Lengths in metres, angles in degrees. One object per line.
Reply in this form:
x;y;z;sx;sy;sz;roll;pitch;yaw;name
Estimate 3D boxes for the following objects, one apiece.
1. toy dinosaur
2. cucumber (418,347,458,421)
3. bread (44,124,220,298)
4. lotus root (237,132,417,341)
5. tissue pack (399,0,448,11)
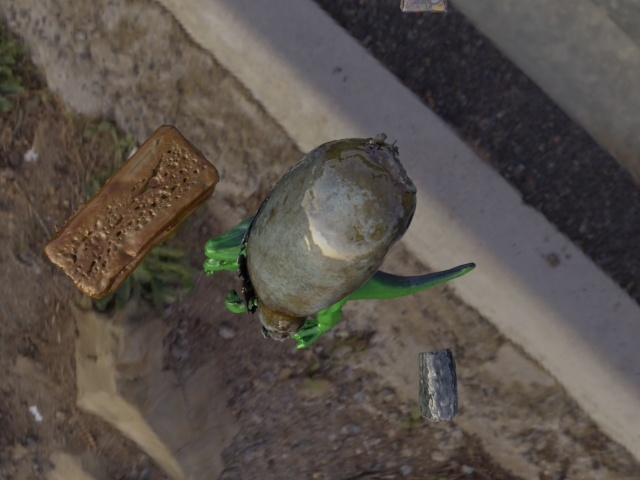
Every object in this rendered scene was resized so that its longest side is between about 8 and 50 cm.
0.048;0.015;1.691;0.500;0.374;0.144;-17;63;-14;toy dinosaur
0.181;0.221;1.613;0.064;0.064;0.112;-7;98;-17;cucumber
-0.280;-0.044;1.537;0.139;0.077;0.271;43;89;4;bread
-0.002;-0.001;0.642;0.088;0.165;0.088;25;38;-22;lotus root
0.186;-0.439;1.855;0.083;0.063;0.035;-2;30;-6;tissue pack
